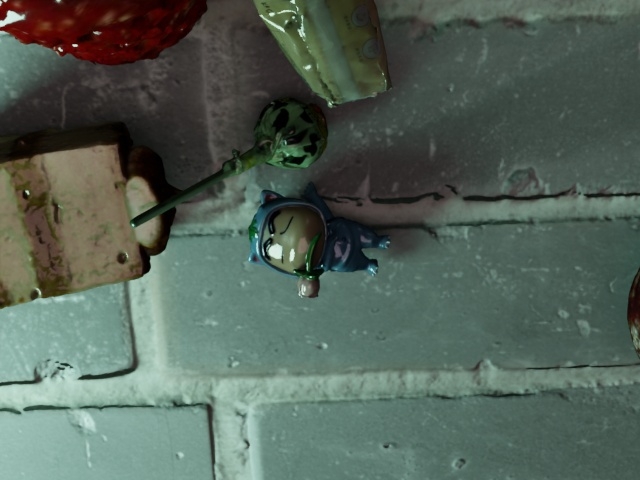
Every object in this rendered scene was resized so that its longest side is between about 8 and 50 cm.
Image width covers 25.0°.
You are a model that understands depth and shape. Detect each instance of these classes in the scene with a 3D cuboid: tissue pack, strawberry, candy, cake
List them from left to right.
[{"bbox_3d":[-0.305,-0.046,1.767,0.293,0.199,0.196,-11,103,-1],"label":"cake"},{"bbox_3d":[-0.238,-0.316,1.609,0.317,0.295,0.345,-49,145,-13],"label":"strawberry"},{"bbox_3d":[-0.112,-0.088,1.727,0.091,0.305,0.083,40,142,26],"label":"candy"},{"bbox_3d":[-0.024,-0.296,1.634,0.123,0.215,0.257,-24,128,-3],"label":"tissue pack"}]

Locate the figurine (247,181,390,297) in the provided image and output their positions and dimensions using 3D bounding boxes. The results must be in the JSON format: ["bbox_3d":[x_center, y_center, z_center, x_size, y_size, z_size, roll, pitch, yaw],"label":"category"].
[{"bbox_3d":[-0.001,0.005,1.810,0.178,0.144,0.114,12,112,-16],"label":"figurine"}]

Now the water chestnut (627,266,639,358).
[{"bbox_3d":[0.548,0.079,1.731,0.335,0.347,0.335,-3,107,-10],"label":"water chestnut"}]
